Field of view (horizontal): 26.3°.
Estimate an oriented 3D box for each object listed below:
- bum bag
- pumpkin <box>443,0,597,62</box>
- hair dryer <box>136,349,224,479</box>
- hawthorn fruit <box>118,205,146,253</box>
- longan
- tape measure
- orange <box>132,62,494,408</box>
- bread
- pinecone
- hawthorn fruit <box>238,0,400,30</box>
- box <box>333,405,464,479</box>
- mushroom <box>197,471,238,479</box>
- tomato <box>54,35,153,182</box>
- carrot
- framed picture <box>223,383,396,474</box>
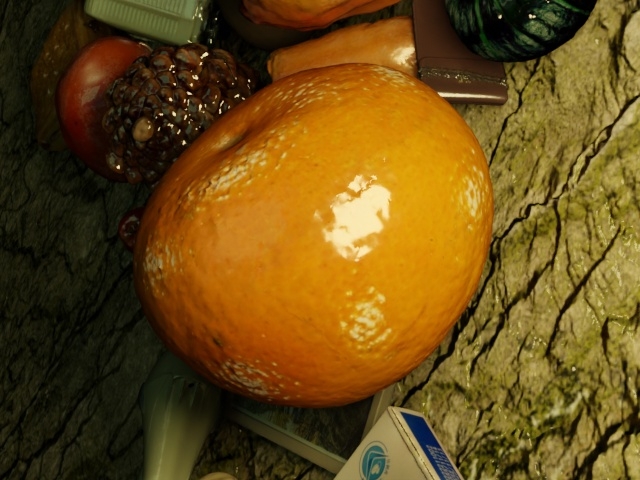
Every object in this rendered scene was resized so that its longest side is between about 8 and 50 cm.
[{"bbox_3d":[0.166,-0.231,1.638,0.026,0.109,0.159,101,168,-63],"label":"bum bag"},{"bbox_3d":[0.225,-0.299,1.555,0.202,0.140,0.202,-27,55,47],"label":"pumpkin"},{"bbox_3d":[-0.213,0.311,1.841,0.296,0.119,0.298,-99,26,-75],"label":"hair dryer"},{"bbox_3d":[-0.274,-0.011,2.119,0.093,0.093,0.093,-24,58,45],"label":"hawthorn fruit"},{"bbox_3d":[-0.054,-0.357,1.926,0.204,0.159,0.184,12,103,26],"label":"longan"},{"bbox_3d":[-0.231,-0.351,2.130,0.235,0.207,0.115,19,100,15],"label":"tape measure"},{"bbox_3d":[0.000,0.000,1.543,0.424,0.326,0.424,-31,22,14],"label":"orange"},{"bbox_3d":[-0.432,-0.292,2.430,0.235,0.099,0.210,-51,39,34],"label":"bread"},{"bbox_3d":[-0.178,-0.173,1.921,0.224,0.272,0.224,7,104,31],"label":"pinecone"},{"bbox_3d":[-0.005,-0.481,1.670,0.472,0.472,0.471,-24,58,45],"label":"hawthorn fruit"},{"bbox_3d":[0.047,0.381,1.573,0.343,0.065,0.200,-56,39,22],"label":"box"},{"bbox_3d":[-0.123,0.375,1.758,0.154,0.123,0.154,176,90,-87],"label":"mushroom"},{"bbox_3d":[-0.318,-0.204,2.136,0.189,0.232,0.232,-33,35,-16],"label":"tomato"},{"bbox_3d":[0.063,-0.217,1.723,0.225,0.159,0.159,-26,56,28],"label":"carrot"},{"bbox_3d":[-0.009,0.157,1.772,0.324,0.020,0.240,18,91,53],"label":"framed picture"}]
